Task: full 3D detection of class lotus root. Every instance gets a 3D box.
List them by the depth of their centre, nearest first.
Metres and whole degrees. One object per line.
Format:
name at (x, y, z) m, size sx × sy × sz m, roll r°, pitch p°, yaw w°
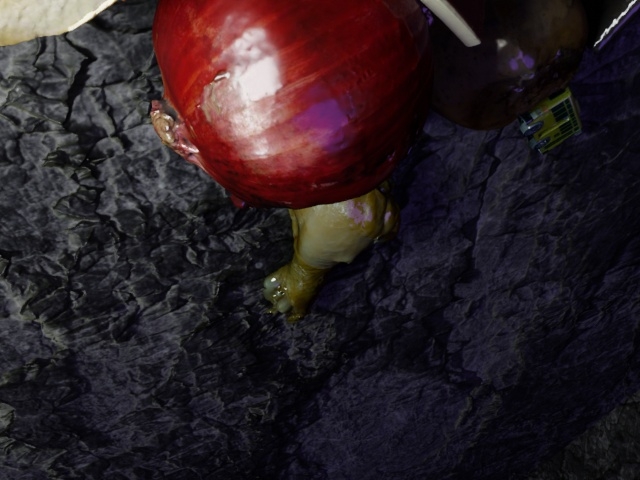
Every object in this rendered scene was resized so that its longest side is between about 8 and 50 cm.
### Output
lotus root at (0.238, -0.254, 1.236) m, size 0.272 × 0.192 × 0.272 m, roll -24°, pitch 149°, yaw -16°

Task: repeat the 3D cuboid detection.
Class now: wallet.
wallet at (0.463, -0.396, 1.197) m, size 0.044 × 0.170 × 0.321 m, roll 32°, pitch 123°, yaw -13°

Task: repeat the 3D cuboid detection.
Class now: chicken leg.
chicken leg at (0.000, 0.000, 1.462) m, size 0.201 × 0.152 × 0.429 m, roll 5°, pitch 144°, yaw -19°

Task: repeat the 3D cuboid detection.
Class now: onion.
onion at (-0.031, -0.205, 0.984) m, size 0.341 × 0.341 × 0.341 m, roll -17°, pitch 145°, yaw -12°

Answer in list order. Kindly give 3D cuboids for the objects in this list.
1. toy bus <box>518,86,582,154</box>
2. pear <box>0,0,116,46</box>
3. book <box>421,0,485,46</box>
toy bus at (0.347, -0.205, 1.408) m, size 0.101 × 0.088 × 0.175 m, roll -33°, pitch 159°, yaw 13°
pear at (-0.304, -0.343, 0.750) m, size 0.387 × 0.191 × 0.340 m, roll -8°, pitch 138°, yaw -23°
book at (0.073, -0.390, 0.894) m, size 0.028 × 0.262 × 0.374 m, roll -9°, pitch 157°, yaw 36°
